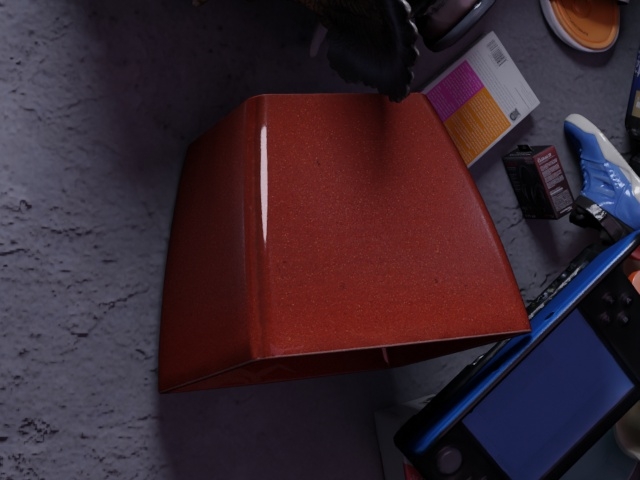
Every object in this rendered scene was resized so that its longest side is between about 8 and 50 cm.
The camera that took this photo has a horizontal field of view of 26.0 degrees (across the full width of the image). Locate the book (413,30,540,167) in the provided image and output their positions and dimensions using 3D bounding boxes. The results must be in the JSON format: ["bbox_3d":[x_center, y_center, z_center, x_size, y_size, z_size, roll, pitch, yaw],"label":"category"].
[{"bbox_3d":[0.155,-0.141,1.462,0.144,0.035,0.096,-40,105,-19],"label":"book"}]

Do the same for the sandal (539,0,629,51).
[{"bbox_3d":[0.291,-0.337,1.494,0.102,0.076,0.265,-7,95,-25],"label":"sandal"}]

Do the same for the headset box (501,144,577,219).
[{"bbox_3d":[0.233,-0.066,1.485,0.032,0.062,0.083,-29,105,-22],"label":"headset box"}]

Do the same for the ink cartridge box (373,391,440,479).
[{"bbox_3d":[0.133,0.212,1.450,0.135,0.056,0.099,-13,99,-25],"label":"ink cartridge box"}]

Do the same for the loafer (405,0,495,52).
[{"bbox_3d":[0.119,-0.267,1.329,0.095,0.302,0.109,43,115,-11],"label":"loafer"}]

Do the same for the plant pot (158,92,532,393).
[{"bbox_3d":[0.000,0.000,1.282,0.267,0.267,0.236,-3,79,-26],"label":"plant pot"}]

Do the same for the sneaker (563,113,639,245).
[{"bbox_3d":[0.292,-0.062,1.500,0.084,0.058,0.152,-38,72,4],"label":"sneaker"}]

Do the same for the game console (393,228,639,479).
[{"bbox_3d":[0.229,0.150,1.337,0.293,0.173,0.250,-43,116,-5],"label":"game console"}]

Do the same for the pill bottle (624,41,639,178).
[{"bbox_3d":[0.403,-0.166,1.520,0.122,0.123,0.219,2,103,-26],"label":"pill bottle"}]

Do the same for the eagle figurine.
[{"bbox_3d":[0.024,-0.252,1.224,0.225,0.298,0.226,-34,124,-44],"label":"eagle figurine"}]

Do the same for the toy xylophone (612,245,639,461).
[{"bbox_3d":[0.426,0.111,1.558,0.236,0.081,0.323,2,82,-27],"label":"toy xylophone"}]

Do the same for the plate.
[{"bbox_3d":[0.276,0.203,1.528,0.188,0.024,0.188,4,82,-27],"label":"plate"}]
